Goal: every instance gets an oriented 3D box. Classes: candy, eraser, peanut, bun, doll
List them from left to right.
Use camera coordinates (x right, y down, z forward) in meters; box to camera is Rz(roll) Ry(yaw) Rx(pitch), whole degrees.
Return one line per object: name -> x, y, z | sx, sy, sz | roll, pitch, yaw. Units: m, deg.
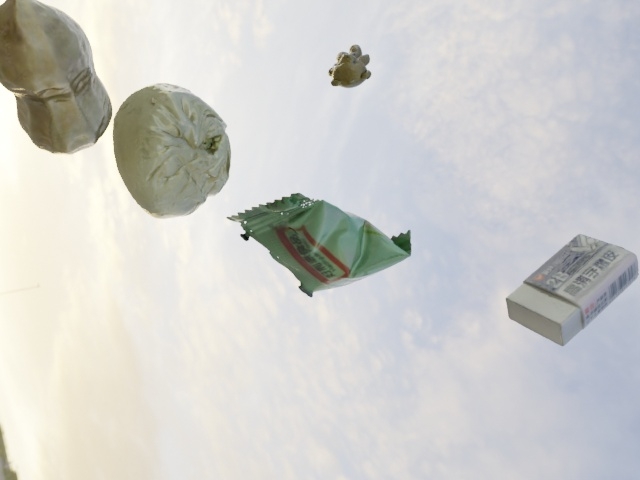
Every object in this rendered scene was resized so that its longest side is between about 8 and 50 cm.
peanut -> -0.309, -0.174, 0.749 | 0.274, 0.111, 0.125 | 110, -21, -73
bun -> -0.233, -0.149, 1.089 | 0.145, 0.229, 0.230 | -8, -86, 20
candy -> 0.000, -0.006, 1.515 | 0.262, 0.397, 0.172 | -25, -131, 37
doll -> 0.083, -0.538, 1.984 | 0.210, 0.137, 0.097 | -96, 167, -48
eraser -> 0.442, 0.083, 1.152 | 0.124, 0.210, 0.068 | 30, -32, 48
